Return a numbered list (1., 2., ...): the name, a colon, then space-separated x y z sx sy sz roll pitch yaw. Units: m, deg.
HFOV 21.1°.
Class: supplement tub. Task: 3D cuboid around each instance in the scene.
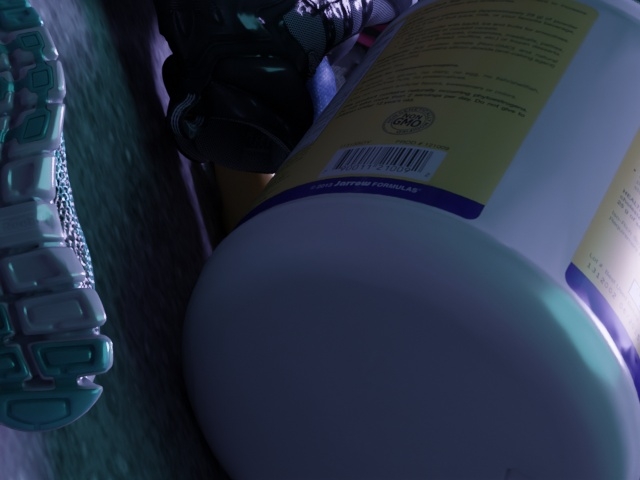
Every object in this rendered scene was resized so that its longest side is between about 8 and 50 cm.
1. supplement tub: 0.095 0.002 0.941 0.331 0.241 0.241 -54 133 -46

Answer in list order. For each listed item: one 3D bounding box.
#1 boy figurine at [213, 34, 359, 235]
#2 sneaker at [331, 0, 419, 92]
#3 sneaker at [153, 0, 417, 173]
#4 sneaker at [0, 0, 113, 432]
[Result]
1. boy figurine: -0.008 -0.030 1.123 0.177 0.092 0.285 29 40 -46
2. sneaker: 0.048 -0.142 1.366 0.185 0.202 0.483 61 15 -53
3. sneaker: -0.023 -0.117 1.047 0.268 0.101 0.153 -3 98 -62
4. sneaker: -0.113 -0.008 0.612 0.076 0.065 0.167 104 -24 -74
